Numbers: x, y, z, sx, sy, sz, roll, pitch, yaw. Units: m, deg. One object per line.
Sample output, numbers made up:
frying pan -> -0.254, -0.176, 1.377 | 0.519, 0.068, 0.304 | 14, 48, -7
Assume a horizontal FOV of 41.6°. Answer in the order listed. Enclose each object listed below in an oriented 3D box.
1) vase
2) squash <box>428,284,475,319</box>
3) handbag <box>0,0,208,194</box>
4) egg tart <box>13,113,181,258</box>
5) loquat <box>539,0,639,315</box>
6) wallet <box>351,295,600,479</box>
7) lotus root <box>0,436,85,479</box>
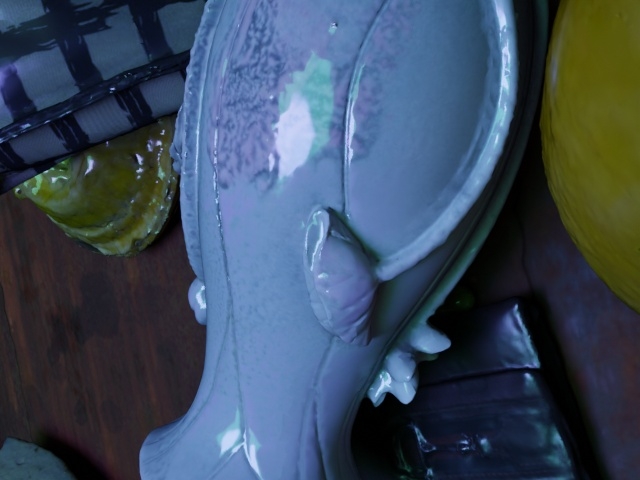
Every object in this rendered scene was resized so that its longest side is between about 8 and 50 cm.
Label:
vase -> 0.000, 0.000, 0.622 | 0.249, 0.249, 0.446 | 23, 104, 36
squash -> 0.091, 0.055, 0.710 | 0.089, 0.027, 0.027 | -15, 87, 41
handbag -> -0.236, -0.244, 0.769 | 0.326, 0.162, 0.326 | -20, 85, 3
egg tart -> -0.264, -0.112, 0.929 | 0.290, 0.115, 0.291 | 9, 104, 40
loquat -> 0.232, -0.084, 0.413 | 0.274, 0.274, 0.275 | 7, 102, 39
wallet -> 0.106, 0.158, 0.700 | 0.229, 0.049, 0.182 | -23, 85, 42
lotus root -> -0.335, 0.385, 1.063 | 0.314, 0.142, 0.210 | 28, 141, 26
